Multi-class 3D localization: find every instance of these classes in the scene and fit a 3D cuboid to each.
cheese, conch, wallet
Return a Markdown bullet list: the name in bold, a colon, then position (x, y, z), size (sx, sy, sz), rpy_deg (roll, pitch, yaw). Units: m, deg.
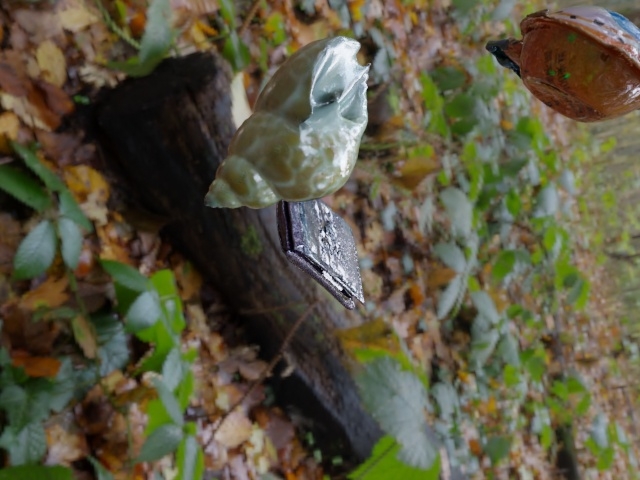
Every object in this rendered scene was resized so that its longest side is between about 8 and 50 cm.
- **cheese**: position (0.343, -0.248, 1.286), size (0.217, 0.129, 0.329), rpy_deg (35, -1, -21)
- **conch**: position (-0.016, -0.100, 0.817), size (0.116, 0.105, 0.173), rpy_deg (2, 104, -70)
- **wallet**: position (-0.001, 0.000, 1.026), size (0.166, 0.030, 0.111), rpy_deg (43, 32, -51)
